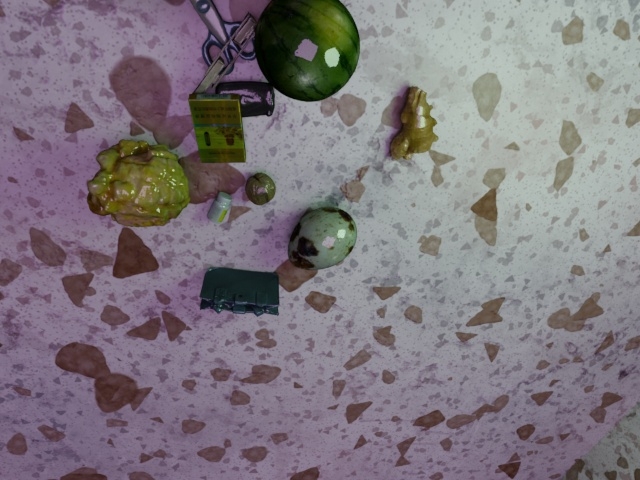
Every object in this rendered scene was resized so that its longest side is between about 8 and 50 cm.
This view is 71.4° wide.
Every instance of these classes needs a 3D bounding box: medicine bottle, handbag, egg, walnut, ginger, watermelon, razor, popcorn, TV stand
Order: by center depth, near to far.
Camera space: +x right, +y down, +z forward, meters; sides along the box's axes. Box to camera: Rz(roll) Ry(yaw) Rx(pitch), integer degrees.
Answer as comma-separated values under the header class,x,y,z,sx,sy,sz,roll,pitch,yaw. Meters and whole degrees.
class,x,y,z,sx,sy,sz,roll,pitch,yaw
watermelon,-0.030,-0.438,1.010,0.242,0.242,0.242,-3,118,-6
TV stand,-0.234,-0.428,1.066,0.042,0.036,0.249,32,115,-32
popcorn,-0.455,-0.144,1.121,0.259,0.212,0.259,0,157,0
razor,-0.189,-0.358,1.131,0.148,0.054,0.090,-4,122,-2
ginger,0.266,-0.307,1.211,0.115,0.081,0.205,23,126,15
walnut,-0.166,-0.143,1.238,0.092,0.092,0.092,-3,118,-6
medicine bottle,-0.286,-0.092,1.263,0.047,0.047,0.083,25,112,-19
egg,0.000,0.000,1.287,0.231,0.169,0.169,-36,117,27
handbag,-0.236,0.156,1.329,0.229,0.179,0.062,7,117,-9

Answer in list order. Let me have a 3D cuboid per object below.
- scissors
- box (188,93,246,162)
class,x,y,z,sx,sy,sz,roll,pitch,yaw
scissors,-0.265,-0.535,1.035,0.138,0.041,0.289,-25,119,14
box,-0.258,-0.281,1.138,0.121,0.030,0.193,-1,140,-4
